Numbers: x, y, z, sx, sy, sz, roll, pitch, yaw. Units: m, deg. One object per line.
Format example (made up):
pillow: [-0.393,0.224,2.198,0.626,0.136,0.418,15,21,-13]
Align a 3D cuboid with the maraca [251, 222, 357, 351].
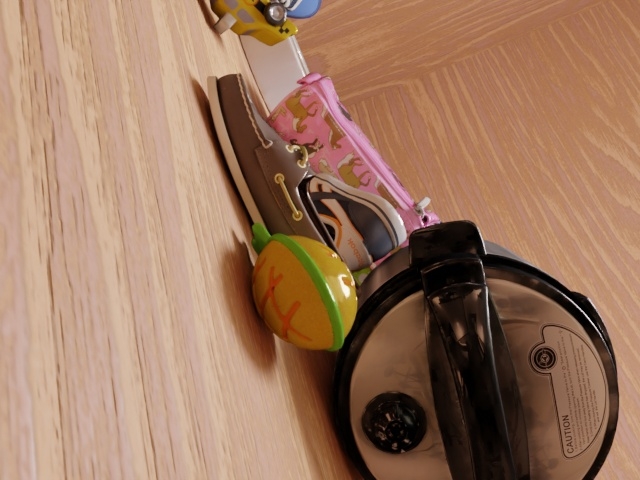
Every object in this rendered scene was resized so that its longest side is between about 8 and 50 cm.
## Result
maraca: [-0.027,0.047,0.780,0.185,0.099,0.127,33,-39,56]

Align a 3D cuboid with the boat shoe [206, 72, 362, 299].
boat shoe: [-0.047,-0.060,0.921,0.116,0.096,0.325,-13,82,-84]

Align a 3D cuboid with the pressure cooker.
pressure cooker: [0.199,0.192,1.027,0.369,0.376,0.420,36,7,1]

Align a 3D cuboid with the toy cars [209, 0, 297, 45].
toy cars: [-0.164,-0.416,1.118,0.176,0.087,0.394,32,-11,28]

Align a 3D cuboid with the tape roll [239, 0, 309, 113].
tape roll: [-0.084,-0.374,1.644,0.286,0.100,0.286,-21,90,-84]

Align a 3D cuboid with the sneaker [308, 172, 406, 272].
sneaker: [0.005,-0.029,1.249,0.126,0.127,0.321,61,-17,-21]

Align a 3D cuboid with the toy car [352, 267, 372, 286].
toy car: [0.147,0.104,1.496,0.155,0.188,0.149,-70,174,-73]

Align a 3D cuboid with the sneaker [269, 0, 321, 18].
sneaker: [-0.085,-0.566,1.628,0.322,0.130,0.236,30,11,-38]

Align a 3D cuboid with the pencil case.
pencil case: [0.058,-0.124,1.392,0.386,0.167,0.160,52,14,10]
